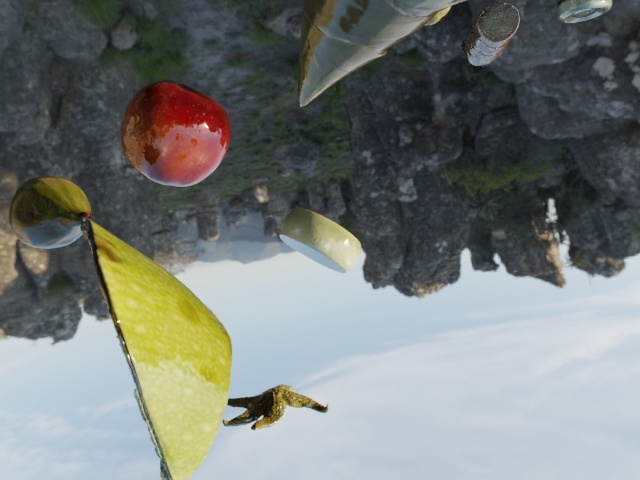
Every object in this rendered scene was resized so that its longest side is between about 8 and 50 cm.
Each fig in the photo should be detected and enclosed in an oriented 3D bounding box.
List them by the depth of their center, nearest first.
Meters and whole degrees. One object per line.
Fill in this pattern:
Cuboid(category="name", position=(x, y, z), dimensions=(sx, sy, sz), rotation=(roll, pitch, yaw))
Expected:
Cuboid(category="fig", position=(-0.452, -0.040, 0.848), dimensions=(0.184, 0.133, 0.126), rotation=(16, 169, 13))

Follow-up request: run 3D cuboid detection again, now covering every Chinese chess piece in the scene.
Cuboid(category="Chinese chess piece", position=(0.000, 0.000, 0.813), dimensions=(0.144, 0.058, 0.144), rotation=(28, 169, 6))

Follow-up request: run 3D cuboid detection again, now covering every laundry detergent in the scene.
Cuboid(category="laundry detergent", position=(0.359, -0.430, 0.662), dimensions=(0.070, 0.226, 0.099), rotation=(0, -167, 41))

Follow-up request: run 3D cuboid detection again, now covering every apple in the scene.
Cuboid(category="apple", position=(-0.306, -0.229, 1.017), dimensions=(0.218, 0.218, 0.201), rotation=(-13, 138, -59))

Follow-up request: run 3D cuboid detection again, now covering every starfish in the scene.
Cuboid(category="starfish", position=(-0.092, 0.284, 0.835), dimensions=(0.216, 0.050, 0.223), rotation=(-9, 171, 19))

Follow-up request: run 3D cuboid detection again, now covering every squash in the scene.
Cuboid(category="squash", position=(-0.120, 0.064, 0.381), dimensions=(0.085, 0.184, 0.192), rotation=(-18, -145, -24))

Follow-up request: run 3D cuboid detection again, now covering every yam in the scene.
Cuboid(category="yam", position=(0.310, -0.376, 0.879), dimensions=(0.079, 0.079, 0.141), rotation=(-12, -178, 9))

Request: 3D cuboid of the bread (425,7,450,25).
Cuboid(category="bread", position=(0.320, -0.691, 1.344), dimensions=(0.125, 0.156, 0.086), rotation=(14, 173, 45))

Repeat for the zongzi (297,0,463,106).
Cuboid(category="zongzi", position=(0.027, -0.299, 0.409), dimensions=(0.145, 0.274, 0.300), rotation=(-9, 174, -35))
